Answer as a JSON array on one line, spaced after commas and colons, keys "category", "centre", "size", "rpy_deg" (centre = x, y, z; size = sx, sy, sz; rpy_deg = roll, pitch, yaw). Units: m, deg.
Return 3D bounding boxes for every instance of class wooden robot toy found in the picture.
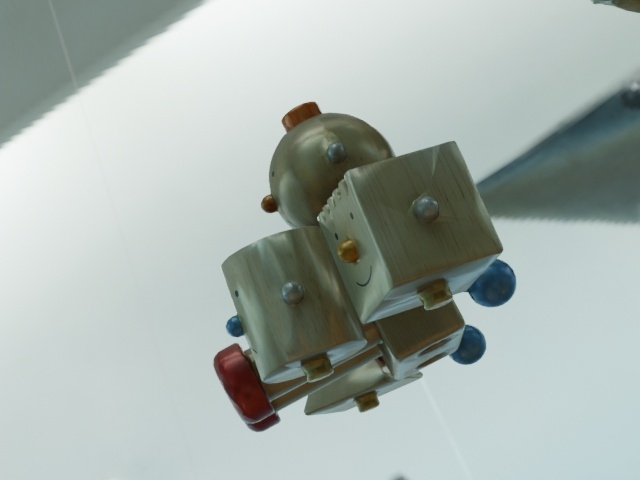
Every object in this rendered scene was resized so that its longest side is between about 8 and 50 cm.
[{"category": "wooden robot toy", "centre": [0.000, 0.000, 0.417], "size": [0.076, 0.079, 0.173], "rpy_deg": [-21, -13, -4]}]

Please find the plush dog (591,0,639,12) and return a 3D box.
[{"category": "plush dog", "centre": [0.207, -0.173, 0.592], "size": [0.210, 0.262, 0.225], "rpy_deg": [-9, -51, -37]}]
